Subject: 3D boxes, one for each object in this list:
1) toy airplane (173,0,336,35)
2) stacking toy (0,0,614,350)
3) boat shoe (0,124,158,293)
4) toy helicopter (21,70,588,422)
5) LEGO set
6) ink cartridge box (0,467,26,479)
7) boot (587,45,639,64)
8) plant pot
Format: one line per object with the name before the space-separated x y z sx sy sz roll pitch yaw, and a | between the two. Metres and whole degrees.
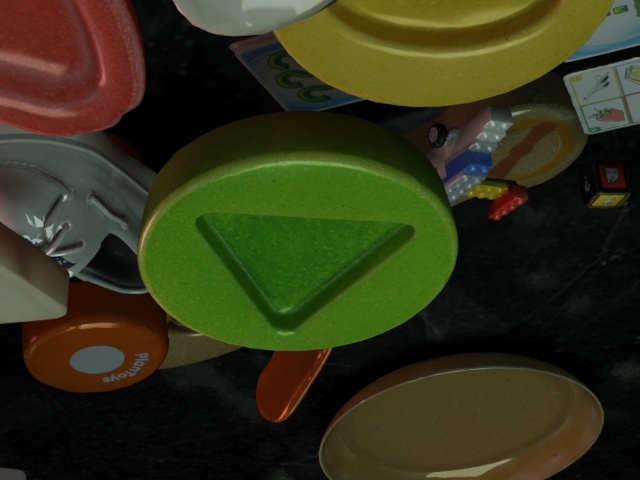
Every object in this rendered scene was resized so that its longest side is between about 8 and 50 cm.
toy airplane | -0.083 -0.282 0.287 0.272 0.386 0.384 -31 154 -53
stacking toy | -0.064 -0.088 0.579 0.308 0.130 0.280 2 142 -6
boat shoe | -0.124 -0.012 0.701 0.066 0.063 0.184 -13 164 11
toy helicopter | 0.000 0.000 0.908 0.355 0.140 0.235 -24 144 18
LEGO set | 0.084 -0.047 0.721 0.182 0.060 0.244 -12 159 15
ink cartridge box | -0.353 0.171 1.026 0.296 0.261 0.066 12 110 -26
boot | -0.030 -0.141 0.712 0.445 0.146 0.367 1 146 -20
plant pot | 0.114 0.154 1.230 0.236 0.032 0.236 -6 145 -4
